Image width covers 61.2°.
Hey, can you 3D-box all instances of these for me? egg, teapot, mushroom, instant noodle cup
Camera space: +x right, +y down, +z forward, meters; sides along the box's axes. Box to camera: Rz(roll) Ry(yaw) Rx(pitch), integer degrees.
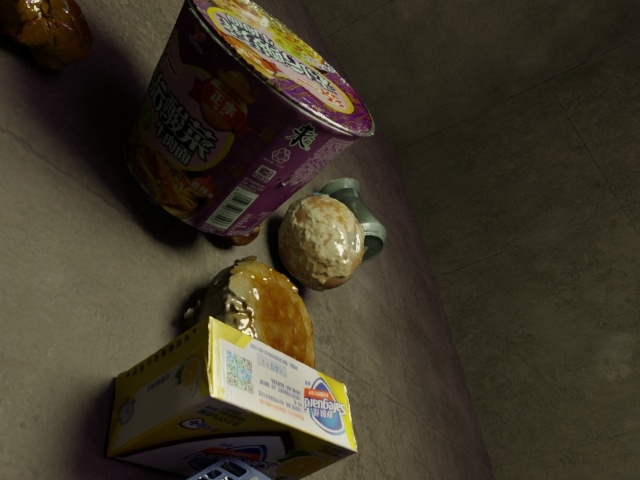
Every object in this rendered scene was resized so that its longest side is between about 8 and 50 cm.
[{"bbox_3d":[0.000,0.000,1.200,0.195,0.194,0.233,50,15,-41],"label":"egg"},{"bbox_3d":[0.069,-0.060,1.545,0.203,0.171,0.225,9,46,-33],"label":"teapot"},{"bbox_3d":[-0.155,-0.042,0.986,0.109,0.085,0.126,44,7,24],"label":"mushroom"},{"bbox_3d":[-0.127,-0.184,0.834,0.339,0.266,0.340,33,28,-20],"label":"instant noodle cup"}]

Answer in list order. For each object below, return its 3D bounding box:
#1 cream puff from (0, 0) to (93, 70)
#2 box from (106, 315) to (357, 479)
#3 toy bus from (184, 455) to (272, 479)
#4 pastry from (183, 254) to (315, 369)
[{"bbox_3d":[-0.358,-0.281,0.704,0.122,0.094,0.116,-137,-157,-77],"label":"cream puff"},{"bbox_3d":[-0.096,0.214,0.660,0.265,0.168,0.097,40,26,-41],"label":"box"},{"bbox_3d":[-0.140,0.308,0.479,0.292,0.133,0.126,-2,113,-64],"label":"toy bus"},{"bbox_3d":[-0.101,0.155,0.849,0.257,0.120,0.236,58,24,-30],"label":"pastry"}]
